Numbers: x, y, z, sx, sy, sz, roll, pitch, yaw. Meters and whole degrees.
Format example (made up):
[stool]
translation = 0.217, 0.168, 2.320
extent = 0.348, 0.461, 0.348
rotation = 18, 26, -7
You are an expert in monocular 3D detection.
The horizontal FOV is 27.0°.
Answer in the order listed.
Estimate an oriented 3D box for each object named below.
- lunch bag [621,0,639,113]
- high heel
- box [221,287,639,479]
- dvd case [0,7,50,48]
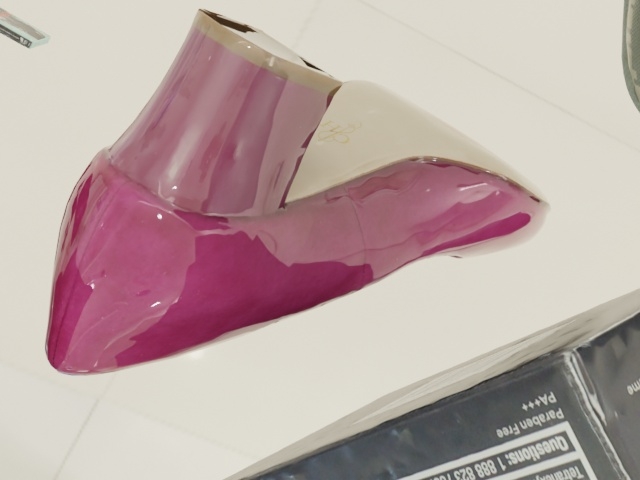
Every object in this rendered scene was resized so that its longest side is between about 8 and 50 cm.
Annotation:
[lunch bag]
translation = 0.272, -0.169, 0.461
extent = 0.256, 0.212, 0.305
rotation = -10, 111, -27
[high heel]
translation = 0.000, 0.000, 0.755
extent = 0.377, 0.127, 0.181
rotation = 17, 107, -53
[box]
translation = 0.125, 0.196, 0.625
extent = 0.183, 0.296, 0.294
rotation = -21, 84, -42
[dvd case]
translation = -0.415, -0.286, 1.729
extent = 0.119, 0.087, 0.013
rotation = 29, 104, -2
